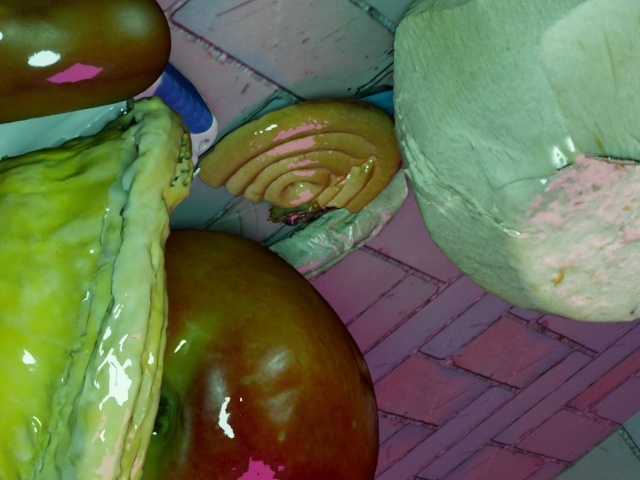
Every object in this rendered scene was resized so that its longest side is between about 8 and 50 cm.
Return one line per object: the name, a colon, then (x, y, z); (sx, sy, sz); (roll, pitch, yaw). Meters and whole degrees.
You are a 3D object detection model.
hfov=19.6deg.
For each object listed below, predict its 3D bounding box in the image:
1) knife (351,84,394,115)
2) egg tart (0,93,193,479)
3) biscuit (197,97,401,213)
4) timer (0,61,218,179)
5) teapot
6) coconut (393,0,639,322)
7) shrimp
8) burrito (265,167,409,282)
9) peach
knife: (0.097, -0.145, 1.834); (0.296, 0.026, 0.044); (-18, 154, -33)
egg tart: (-0.198, 0.068, 1.363); (0.169, 0.388, 0.388); (15, 138, -11)
biscuit: (0.002, -0.080, 1.769); (0.224, 0.033, 0.144); (11, 137, -47)
timer: (-0.213, -0.054, 1.542); (0.253, 0.078, 0.178); (-37, 156, 7)
teapot: (-0.189, -0.158, 1.334); (0.178, 0.135, 0.252); (-2, -169, 23)
coconut: (0.231, -0.124, 1.690); (0.346, 0.360, 0.346); (-7, 133, -7)
shrimp: (0.028, -0.072, 1.873); (0.178, 0.034, 0.124); (-19, 149, -34)
burrito: (0.001, 0.000, 1.956); (0.229, 0.063, 0.058); (-35, 117, -17)
peach: (-0.114, 0.184, 1.791); (0.335, 0.310, 0.406); (-28, 148, 6)
